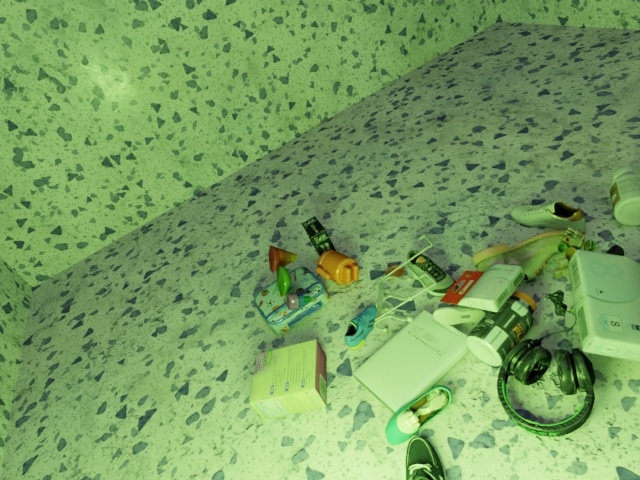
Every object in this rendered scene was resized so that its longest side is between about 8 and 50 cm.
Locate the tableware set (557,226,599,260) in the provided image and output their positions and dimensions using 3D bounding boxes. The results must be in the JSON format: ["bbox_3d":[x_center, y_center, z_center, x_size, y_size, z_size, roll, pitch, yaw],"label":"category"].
[{"bbox_3d":[0.899,0.029,1.627,0.104,0.154,0.024,-60,11,3],"label":"tableware set"}]

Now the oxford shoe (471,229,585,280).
[{"bbox_3d":[0.764,0.073,1.694,0.397,0.140,0.146,-18,61,11],"label":"oxford shoe"}]

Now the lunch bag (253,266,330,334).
[{"bbox_3d":[-0.116,0.250,2.001,0.304,0.114,0.243,-34,37,-10],"label":"lunch bag"}]

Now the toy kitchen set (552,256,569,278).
[{"bbox_3d":[0.855,0.107,1.607,0.083,0.068,0.075,-20,32,9],"label":"toy kitchen set"}]

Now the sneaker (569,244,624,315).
[{"bbox_3d":[0.927,0.151,1.488,0.146,0.122,0.330,28,58,29],"label":"sneaker"}]

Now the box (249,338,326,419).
[{"bbox_3d":[-0.108,0.495,1.667,0.243,0.117,0.213,-16,36,12],"label":"box"}]

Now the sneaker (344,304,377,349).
[{"bbox_3d":[0.156,0.311,1.774,0.069,0.082,0.209,5,43,39],"label":"sneaker"}]

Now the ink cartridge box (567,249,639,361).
[{"bbox_3d":[0.923,0.191,1.307,0.386,0.091,0.308,8,49,9],"label":"ink cartridge box"}]

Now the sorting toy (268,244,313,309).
[{"bbox_3d":[-0.118,0.149,1.974,0.126,0.127,0.365,-5,37,-21],"label":"sorting toy"}]

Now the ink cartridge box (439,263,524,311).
[{"bbox_3d":[0.538,0.149,1.588,0.189,0.066,0.232,-41,29,-28],"label":"ink cartridge box"}]

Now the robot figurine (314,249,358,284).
[{"bbox_3d":[0.071,0.116,2.041,0.158,0.128,0.219,-51,40,-13],"label":"robot figurine"}]

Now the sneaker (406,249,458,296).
[{"bbox_3d":[0.423,0.127,1.825,0.100,0.107,0.271,-33,36,-14],"label":"sneaker"}]

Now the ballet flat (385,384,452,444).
[{"bbox_3d":[0.294,0.514,1.400,0.247,0.087,0.083,-34,69,-13],"label":"ballet flat"}]

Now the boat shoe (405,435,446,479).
[{"bbox_3d":[0.278,0.650,1.240,0.115,0.091,0.302,-18,35,10],"label":"boat shoe"}]

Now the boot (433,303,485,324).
[{"bbox_3d":[0.472,0.244,1.637,0.190,0.069,0.086,4,26,-13],"label":"boot"}]

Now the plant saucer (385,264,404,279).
[{"bbox_3d":[0.312,0.136,1.963,0.084,0.013,0.083,-17,35,12],"label":"plant saucer"}]

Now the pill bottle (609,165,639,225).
[{"bbox_3d":[1.151,-0.173,1.736,0.131,0.131,0.229,-5,39,28],"label":"pill bottle"}]

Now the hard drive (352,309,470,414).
[{"bbox_3d":[0.311,0.404,1.583,0.353,0.047,0.233,-37,36,-17],"label":"hard drive"}]

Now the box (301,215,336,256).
[{"bbox_3d":[0.000,0.000,2.192,0.078,0.180,0.147,-30,34,-4],"label":"box"}]

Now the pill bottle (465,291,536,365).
[{"bbox_3d":[0.590,0.273,1.504,0.246,0.130,0.130,-41,37,-21],"label":"pill bottle"}]

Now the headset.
[{"bbox_3d":[0.647,0.343,1.329,0.244,0.185,0.394,7,56,38],"label":"headset"}]

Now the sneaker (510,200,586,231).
[{"bbox_3d":[0.888,-0.119,1.841,0.290,0.123,0.106,18,55,47],"label":"sneaker"}]

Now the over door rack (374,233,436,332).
[{"bbox_3d":[0.323,0.169,1.729,0.324,0.108,0.239,-52,15,35],"label":"over door rack"}]
